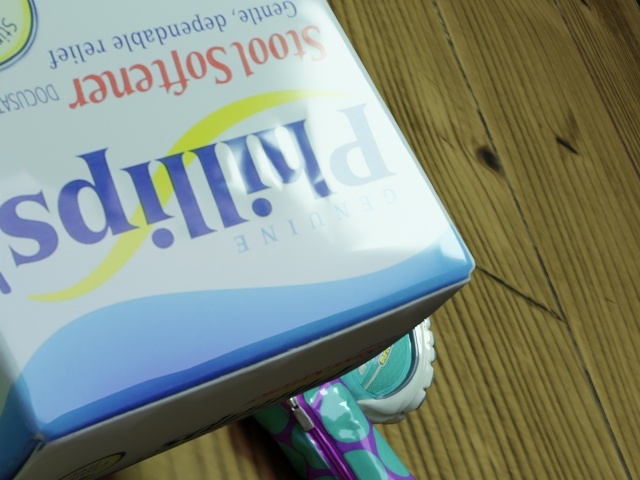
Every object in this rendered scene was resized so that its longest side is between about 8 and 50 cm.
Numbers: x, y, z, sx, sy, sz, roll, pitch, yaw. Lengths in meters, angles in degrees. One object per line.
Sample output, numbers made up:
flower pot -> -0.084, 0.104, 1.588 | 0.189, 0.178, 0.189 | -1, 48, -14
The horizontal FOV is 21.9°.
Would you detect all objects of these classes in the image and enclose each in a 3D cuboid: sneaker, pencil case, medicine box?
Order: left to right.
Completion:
medicine box -> -0.116, -0.042, 0.802 | 0.263, 0.149, 0.289 | -19, 74, -39
sneaker -> 0.000, 0.000, 1.167 | 0.110, 0.107, 0.275 | 16, 43, -43
pencil case -> 0.015, 0.142, 1.042 | 0.152, 0.064, 0.070 | 54, 7, -3
